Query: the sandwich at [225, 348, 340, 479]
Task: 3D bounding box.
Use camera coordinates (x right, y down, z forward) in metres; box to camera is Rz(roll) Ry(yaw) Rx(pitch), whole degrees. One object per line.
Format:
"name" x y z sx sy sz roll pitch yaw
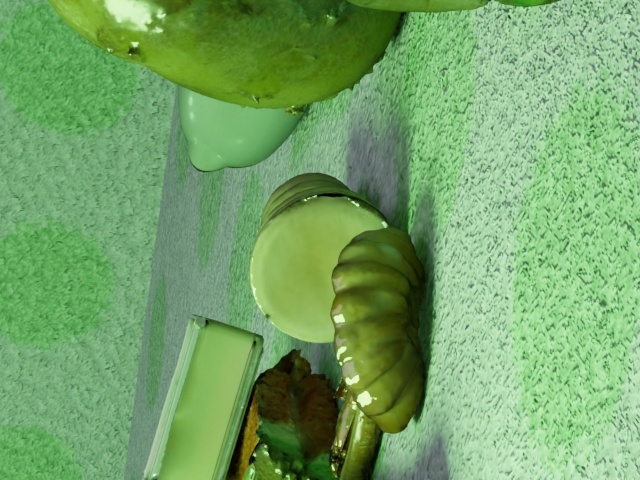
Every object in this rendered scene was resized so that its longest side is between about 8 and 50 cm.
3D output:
"sandwich" -0.045 0.239 1.979 0.212 0.109 0.292 -82 12 -46

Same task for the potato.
"potato" -0.093 -0.251 1.801 0.219 0.359 0.269 -162 70 -68

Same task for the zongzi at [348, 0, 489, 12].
"zongzi" 0.054 -0.393 1.499 0.356 0.174 0.393 -114 20 -74

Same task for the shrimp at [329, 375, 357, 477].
"shrimp" 0.026 0.164 1.827 0.091 0.025 0.127 147 139 -76

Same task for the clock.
"clock" -0.123 0.178 1.986 0.147 0.071 0.192 172 115 -81

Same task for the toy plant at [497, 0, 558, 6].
"toy plant" 0.138 -0.240 1.305 0.093 0.093 0.162 111 164 -53

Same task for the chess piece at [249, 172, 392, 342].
"chess piece" 0.000 0.000 1.846 0.261 0.143 0.142 -101 19 -78

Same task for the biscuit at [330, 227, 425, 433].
"biscuit" 0.056 0.068 1.630 0.118 0.061 0.183 36 -131 -53

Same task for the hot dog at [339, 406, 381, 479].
"hot dog" 0.038 0.186 1.761 0.044 0.028 0.137 -49 -25 -62

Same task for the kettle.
"kettle" -0.074 -0.208 2.275 0.221 0.161 0.236 -59 -3 -26
